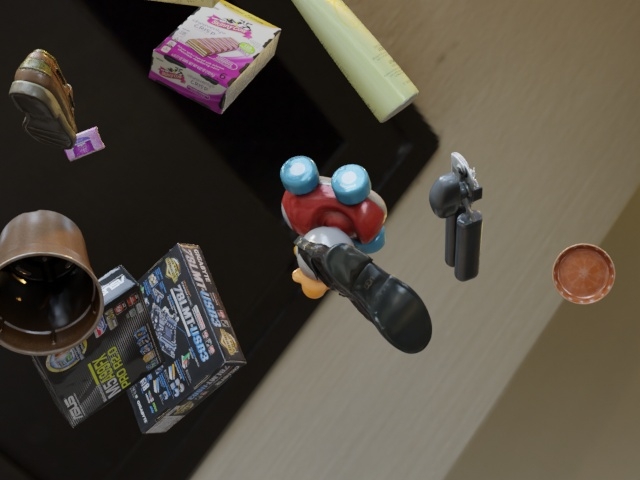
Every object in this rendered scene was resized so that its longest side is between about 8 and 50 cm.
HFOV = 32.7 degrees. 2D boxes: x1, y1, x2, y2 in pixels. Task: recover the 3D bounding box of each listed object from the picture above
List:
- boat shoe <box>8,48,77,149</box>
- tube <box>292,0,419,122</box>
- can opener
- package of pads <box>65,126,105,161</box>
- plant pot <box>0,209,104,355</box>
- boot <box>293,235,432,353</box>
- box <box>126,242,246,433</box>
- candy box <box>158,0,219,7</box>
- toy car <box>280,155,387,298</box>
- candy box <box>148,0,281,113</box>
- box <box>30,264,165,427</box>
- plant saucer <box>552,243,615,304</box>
[{"bbox_3d":[-0.525,-0.270,2.139,0.111,0.104,0.307,15,-16,-3],"label":"boat shoe"},{"bbox_3d":[0.025,-0.255,1.331,0.240,0.062,0.070,52,-14,3],"label":"tube"},{"bbox_3d":[0.224,-0.034,1.817,0.280,0.093,0.074,78,-12,-51],"label":"can opener"},{"bbox_3d":[-0.513,-0.208,2.359,0.032,0.083,0.050,-149,-143,-77],"label":"package of pads"},{"bbox_3d":[-0.395,0.049,1.545,0.167,0.167,0.165,50,8,-31],"label":"plant pot"},{"bbox_3d":[0.072,0.084,1.916,0.263,0.091,0.229,47,-9,-9],"label":"boot"},{"bbox_3d":[-0.314,0.206,2.279,0.073,0.293,0.295,9,47,-50],"label":"box"},{"bbox_3d":[-0.297,-0.484,1.851,0.316,0.183,0.087,11,-52,14],"label":"candy box"},{"bbox_3d":[0.000,0.000,2.107,0.210,0.238,0.219,11,-29,20],"label":"toy car"},{"bbox_3d":[-0.197,-0.356,2.068,0.159,0.233,0.071,27,-45,6],"label":"candy box"},{"bbox_3d":[-0.405,0.196,1.975,0.060,0.216,0.270,41,-25,30],"label":"box"},{"bbox_3d":[0.357,0.045,1.483,0.083,0.083,0.013,37,12,3],"label":"plant saucer"}]
